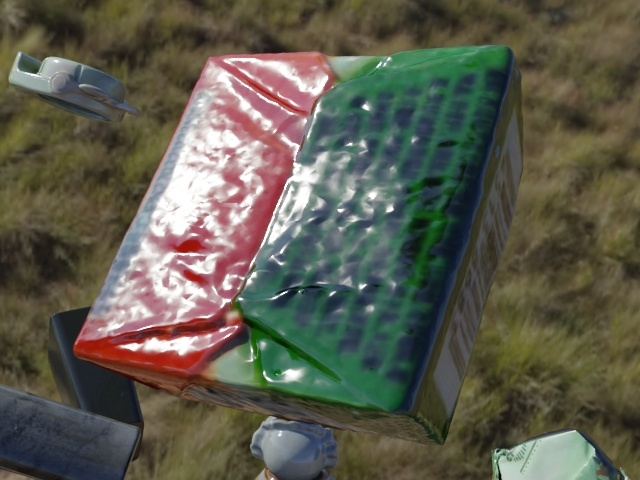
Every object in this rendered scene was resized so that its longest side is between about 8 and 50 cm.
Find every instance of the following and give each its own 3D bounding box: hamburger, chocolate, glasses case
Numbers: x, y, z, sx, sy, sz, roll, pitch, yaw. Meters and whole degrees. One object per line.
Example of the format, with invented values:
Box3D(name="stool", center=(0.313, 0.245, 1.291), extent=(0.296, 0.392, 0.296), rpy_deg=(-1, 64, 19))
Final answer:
Box3D(name="hamburger", center=(0.360, 0.378, 1.497), extent=(0.235, 0.125, 0.214), rpy_deg=(-19, 66, 21))
Box3D(name="chocolate", center=(0.000, 0.000, 0.993), extent=(0.341, 0.161, 0.360), rpy_deg=(5, 61, 30))
Box3D(name="glasses case", center=(-0.408, 0.267, 1.471), extent=(0.299, 0.060, 0.114), rpy_deg=(20, 66, -6))

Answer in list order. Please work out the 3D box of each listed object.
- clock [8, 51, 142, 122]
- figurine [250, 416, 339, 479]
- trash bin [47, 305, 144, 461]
Box3D(name="clock", center=(-0.362, -0.227, 1.599), extent=(0.191, 0.062, 0.151), rpy_deg=(16, -5, 36))
Box3D(name="figurine", center=(-0.040, 0.356, 1.605), extent=(0.143, 0.271, 0.143), rpy_deg=(-3, 38, 2))
Box3D(name="trash bin", center=(-0.370, 0.247, 1.764), extent=(0.115, 0.165, 0.225), rpy_deg=(-11, 57, -23))
